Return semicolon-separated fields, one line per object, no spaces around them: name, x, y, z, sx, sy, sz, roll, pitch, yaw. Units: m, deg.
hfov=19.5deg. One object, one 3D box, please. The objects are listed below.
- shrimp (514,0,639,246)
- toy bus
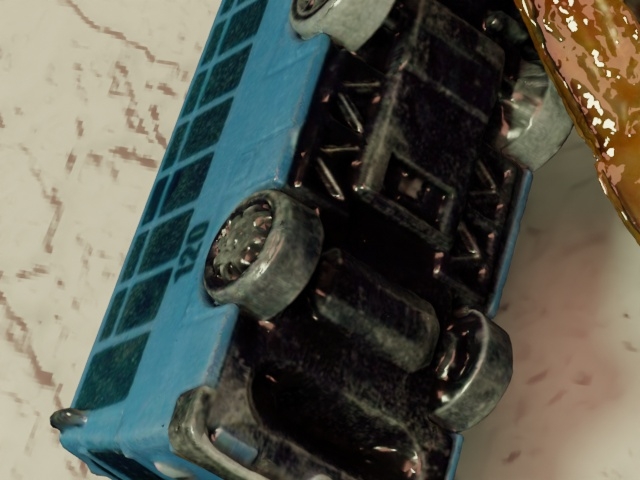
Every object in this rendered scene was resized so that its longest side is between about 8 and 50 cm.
shrimp;0.133;-0.065;0.674;0.294;0.062;0.154;40;62;0
toy bus;0.000;0.000;0.683;0.133;0.116;0.234;-20;45;51
